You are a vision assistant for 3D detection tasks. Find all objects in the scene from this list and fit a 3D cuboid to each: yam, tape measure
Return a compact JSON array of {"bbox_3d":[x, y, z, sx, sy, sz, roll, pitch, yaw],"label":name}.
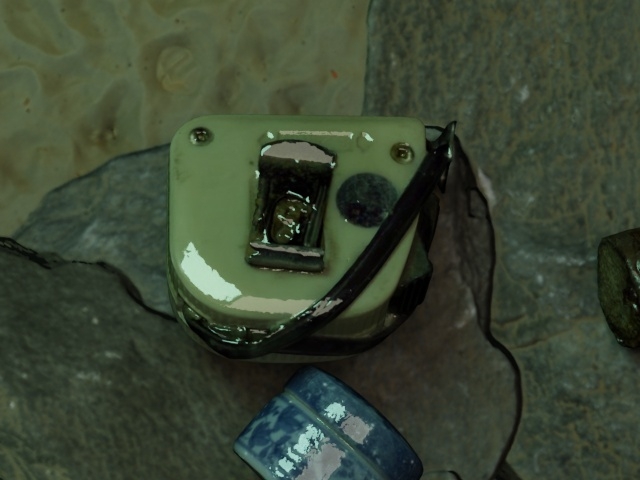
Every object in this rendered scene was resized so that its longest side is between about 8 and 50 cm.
[{"bbox_3d":[0.401,0.020,1.655,0.279,0.131,0.131,-14,84,-6],"label":"yam"},{"bbox_3d":[0.000,0.000,1.590,0.271,0.133,0.231,0,61,-8],"label":"tape measure"}]

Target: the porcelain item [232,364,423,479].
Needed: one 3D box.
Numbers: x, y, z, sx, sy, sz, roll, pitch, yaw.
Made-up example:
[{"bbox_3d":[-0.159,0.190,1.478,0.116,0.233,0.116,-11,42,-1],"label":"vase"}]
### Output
[{"bbox_3d":[0.009,0.190,1.585,0.147,0.147,0.114,43,81,2],"label":"porcelain item"}]
